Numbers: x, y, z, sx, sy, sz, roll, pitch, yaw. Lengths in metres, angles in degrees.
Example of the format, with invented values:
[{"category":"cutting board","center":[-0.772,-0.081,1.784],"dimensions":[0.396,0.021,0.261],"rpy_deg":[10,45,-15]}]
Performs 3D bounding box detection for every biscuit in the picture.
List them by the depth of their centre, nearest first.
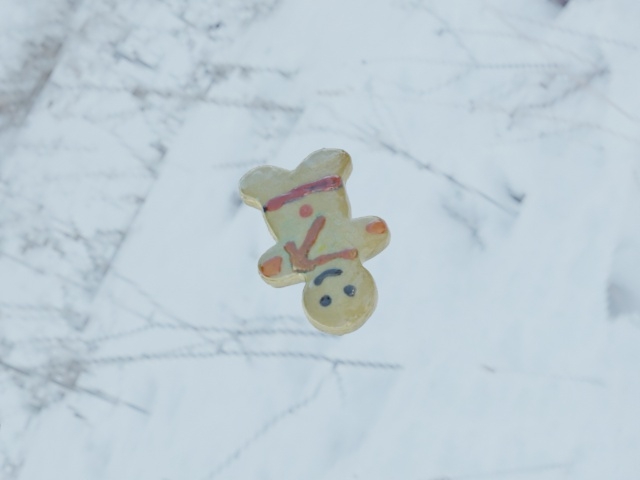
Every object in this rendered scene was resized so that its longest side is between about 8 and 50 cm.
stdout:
[{"category":"biscuit","center":[0.000,0.000,1.813],"dimensions":[0.153,0.030,0.234],"rpy_deg":[-19,59,4]}]
